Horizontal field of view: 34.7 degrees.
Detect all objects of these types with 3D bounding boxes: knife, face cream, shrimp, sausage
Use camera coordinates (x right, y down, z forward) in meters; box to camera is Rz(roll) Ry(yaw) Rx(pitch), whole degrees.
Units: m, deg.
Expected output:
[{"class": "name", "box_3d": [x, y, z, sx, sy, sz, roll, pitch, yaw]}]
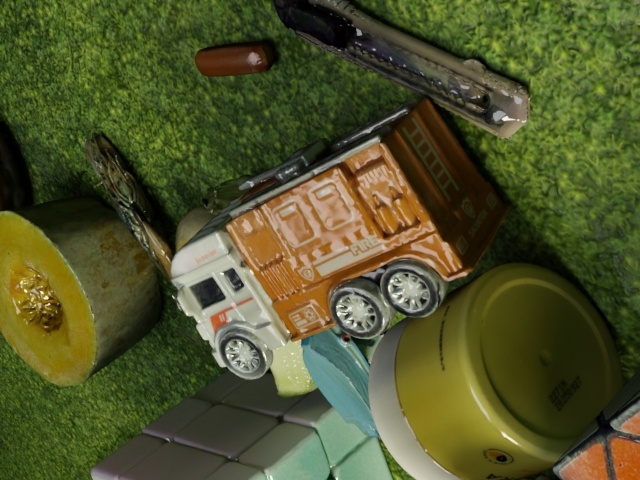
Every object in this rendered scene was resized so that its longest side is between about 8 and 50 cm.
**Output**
[{"class": "knife", "box_3d": [0.072, -0.212, 1.123, 0.365, 0.043, 0.089, 34, 140, 26]}, {"class": "face cream", "box_3d": [0.189, 0.153, 1.119, 0.218, 0.218, 0.179, 55, 142, 2]}, {"class": "shrimp", "box_3d": [-0.289, -0.051, 1.591, 0.296, 0.058, 0.169, 57, 168, 4]}, {"class": "sausage", "box_3d": [-0.108, -0.231, 1.308, 0.131, 0.041, 0.039, 7, 116, 45]}]

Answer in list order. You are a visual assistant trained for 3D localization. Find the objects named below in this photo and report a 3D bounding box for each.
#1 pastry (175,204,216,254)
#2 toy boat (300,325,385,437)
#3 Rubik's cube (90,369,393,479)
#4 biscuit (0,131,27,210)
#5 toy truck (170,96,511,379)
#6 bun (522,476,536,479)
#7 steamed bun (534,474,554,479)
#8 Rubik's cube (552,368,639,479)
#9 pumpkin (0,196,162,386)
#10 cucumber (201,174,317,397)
[{"class": "pastry", "box_3d": [-0.157, 0.022, 1.514, 0.156, 0.092, 0.156, 31, 132, 41]}, {"class": "toy boat", "box_3d": [0.045, 0.165, 1.385, 0.088, 0.102, 0.215, -5, 128, 48]}, {"class": "Rubik's cube", "box_3d": [-0.096, 0.414, 1.553, 0.319, 0.316, 0.321, 1, 119, 47]}, {"class": "biscuit", "box_3d": [-0.684, -0.145, 1.960, 0.332, 0.103, 0.332, 28, 136, 31]}, {"class": "toy truck", "box_3d": [0.000, 0.000, 1.173, 0.388, 0.173, 0.207, -25, 104, 36]}, {"class": "bun", "box_3d": [0.242, 0.441, 1.235, 0.281, 0.281, 0.205, 53, 136, 4]}, {"class": "steamed bun", "box_3d": [0.312, 0.382, 1.056, 0.428, 0.247, 0.189, 37, -174, -18]}, {"class": "Rubik's cube", "box_3d": [0.383, 0.191, 0.947, 0.205, 0.205, 0.207, 45, 140, 14]}, {"class": "pumpkin", "box_3d": [-0.434, 0.067, 1.786, 0.332, 0.199, 0.332, 19, 125, 31]}, {"class": "cucumber", "box_3d": [-0.049, 0.064, 1.421, 0.145, 0.105, 0.325, -7, 117, 15]}]
